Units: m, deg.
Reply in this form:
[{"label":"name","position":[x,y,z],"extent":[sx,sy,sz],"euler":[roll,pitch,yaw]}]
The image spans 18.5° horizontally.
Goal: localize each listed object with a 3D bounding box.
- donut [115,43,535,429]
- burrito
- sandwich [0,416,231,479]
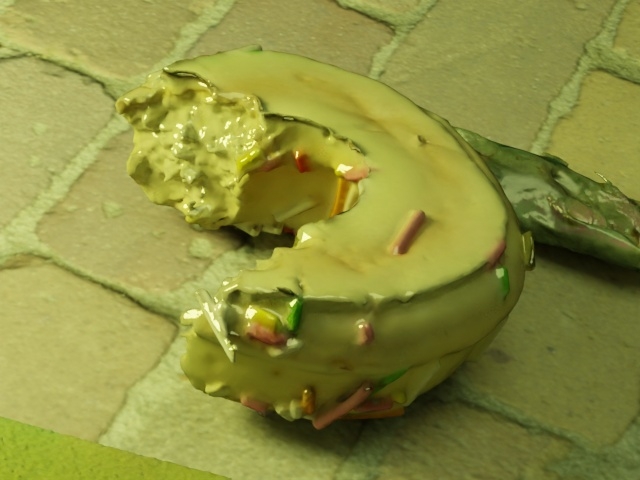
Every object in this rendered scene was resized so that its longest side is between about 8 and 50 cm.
[{"label":"donut","position":[0.005,-0.005,1.568],"extent":[0.307,0.150,0.371],"euler":[0,39,-19]},{"label":"burrito","position":[0.172,-0.043,1.747],"extent":[0.309,0.066,0.096],"euler":[18,39,10]},{"label":"sandwich","position":[-0.160,0.191,1.335],"extent":[0.212,0.063,0.245],"euler":[-5,41,-30]}]
